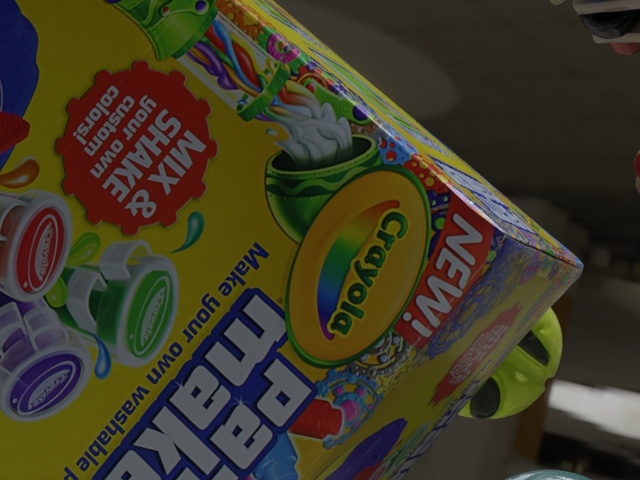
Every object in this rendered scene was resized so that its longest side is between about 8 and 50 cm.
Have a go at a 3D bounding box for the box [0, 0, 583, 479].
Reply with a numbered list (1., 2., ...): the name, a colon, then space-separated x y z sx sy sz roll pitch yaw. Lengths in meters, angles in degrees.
1. box: -0.102 0.026 0.656 0.279 0.290 0.177 41 8 16

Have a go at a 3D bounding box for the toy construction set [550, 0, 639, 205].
1. toy construction set: 0.308 -0.172 1.212 0.237 0.257 0.309 -24 -61 19

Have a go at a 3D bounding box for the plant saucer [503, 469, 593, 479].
1. plant saucer: 0.131 0.189 0.931 0.119 0.119 0.021 13 -11 9

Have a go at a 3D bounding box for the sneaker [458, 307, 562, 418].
1. sneaker: 0.000 0.000 0.929 0.295 0.109 0.123 37 3 2
